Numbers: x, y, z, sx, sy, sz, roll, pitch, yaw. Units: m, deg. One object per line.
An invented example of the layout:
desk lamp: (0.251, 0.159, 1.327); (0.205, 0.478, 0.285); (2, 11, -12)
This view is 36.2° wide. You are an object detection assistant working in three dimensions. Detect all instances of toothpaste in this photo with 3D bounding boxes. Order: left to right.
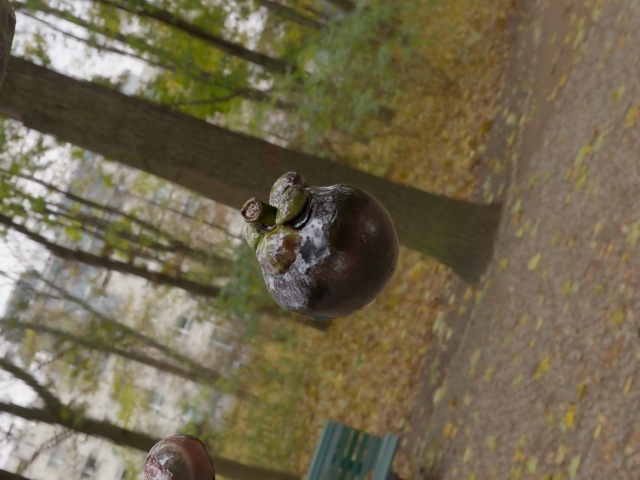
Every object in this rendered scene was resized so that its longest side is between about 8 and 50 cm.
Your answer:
toothpaste: (-0.450, -0.226, 1.317); (0.047, 0.069, 0.268); (-20, 55, 34)

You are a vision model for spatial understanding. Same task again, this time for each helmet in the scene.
helmet: (-0.135, 0.222, 0.916); (0.084, 0.065, 0.049); (67, -172, 18)

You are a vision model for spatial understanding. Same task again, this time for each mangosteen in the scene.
mangosteen: (0.004, 0.006, 1.982); (0.297, 0.313, 0.297); (-35, -12, -8)
